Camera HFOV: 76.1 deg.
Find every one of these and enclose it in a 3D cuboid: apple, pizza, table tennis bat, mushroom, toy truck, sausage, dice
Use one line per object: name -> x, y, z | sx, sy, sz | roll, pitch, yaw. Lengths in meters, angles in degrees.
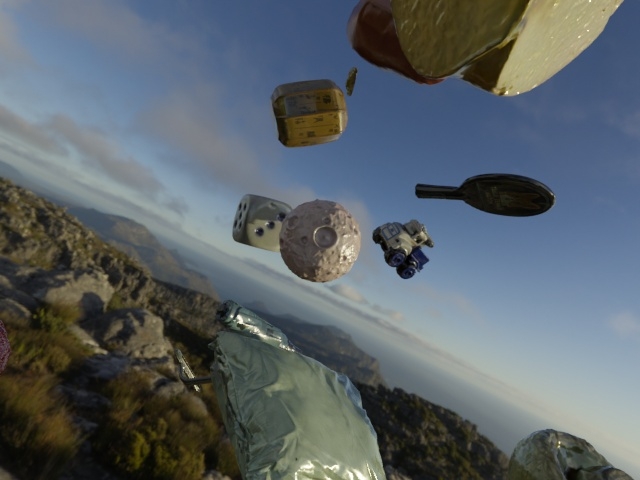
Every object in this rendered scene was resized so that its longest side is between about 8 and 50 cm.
apple -> 0.223, -0.328, 0.425 | 0.314, 0.252, 0.309 | 17, -33, 1
pizza -> 0.125, -0.663, 1.706 | 0.036, 0.099, 0.160 | 10, 2, -3
table tennis bat -> 0.287, -0.082, 0.732 | 0.236, 0.027, 0.150 | 8, -17, 32
mushroom -> 0.463, 0.469, 0.763 | 0.267, 0.189, 0.164 | 16, 25, -7
toy truck -> 0.302, 0.015, 1.432 | 0.213, 0.177, 0.161 | 42, 18, -41
sausage -> 0.152, -0.372, 0.755 | 0.258, 0.133, 0.133 | 39, 0, 30
dice -> -0.218, -0.065, 1.558 | 0.193, 0.191, 0.194 | 16, -3, -24

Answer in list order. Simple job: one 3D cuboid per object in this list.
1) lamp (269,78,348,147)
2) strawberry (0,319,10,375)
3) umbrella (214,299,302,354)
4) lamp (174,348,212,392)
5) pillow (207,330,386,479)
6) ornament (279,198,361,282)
lamp -> -0.031, -0.323, 1.044 | 0.185, 0.161, 0.161 | -13, -2, -9
strawberry -> -0.569, 0.168, 0.649 | 0.148, 0.131, 0.131 | 63, -6, 5
umbrella -> -0.115, 0.191, 0.829 | 0.053, 0.052, 0.250 | 34, -9, 49
lamp -> -0.417, 0.510, 1.494 | 0.283, 0.124, 0.203 | -4, -54, 28
pillow -> -0.026, 0.295, 0.640 | 0.310, 0.138, 0.283 | 34, 13, -34
ornament -> 0.000, 0.000, 1.248 | 0.259, 0.259, 0.225 | 26, -6, -4
